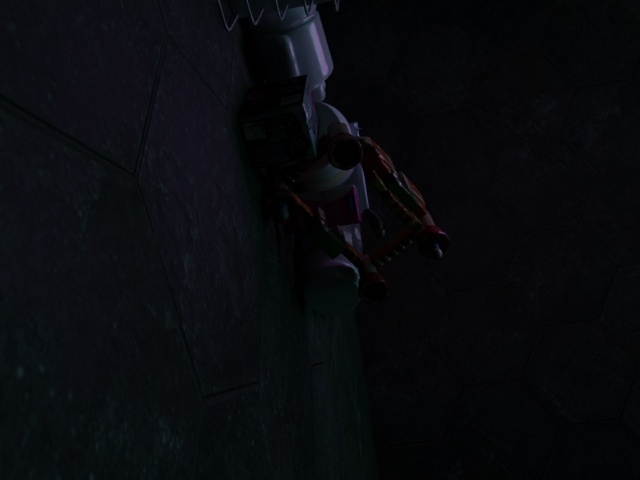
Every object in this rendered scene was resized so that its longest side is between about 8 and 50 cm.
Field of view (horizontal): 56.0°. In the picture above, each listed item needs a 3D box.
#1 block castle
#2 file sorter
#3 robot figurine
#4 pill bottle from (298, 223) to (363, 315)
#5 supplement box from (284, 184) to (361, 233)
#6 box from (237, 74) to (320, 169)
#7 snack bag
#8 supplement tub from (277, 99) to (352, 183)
[{"bbox_3d":[0.101,-0.057,1.568,0.453,0.303,0.212,42,19,-27],"label":"block castle"},{"bbox_3d":[-0.103,-0.607,1.376,0.173,0.278,0.192,-83,163,-53],"label":"file sorter"},{"bbox_3d":[-0.085,-0.555,1.687,0.299,0.200,0.353,-95,168,-53],"label":"robot figurine"},{"bbox_3d":[0.033,0.049,1.903,0.361,0.204,0.204,-91,169,-49],"label":"pill bottle"},{"bbox_3d":[0.004,-0.090,1.774,0.114,0.220,0.111,3,77,-83],"label":"supplement box"},{"bbox_3d":[-0.092,-0.294,1.484,0.247,0.164,0.142,-87,165,-59],"label":"box"},{"bbox_3d":[0.029,-0.240,2.064,0.343,0.037,0.322,11,-63,49],"label":"snack bag"},{"bbox_3d":[-0.018,-0.275,1.777,0.325,0.236,0.235,17,64,-83],"label":"supplement tub"}]
